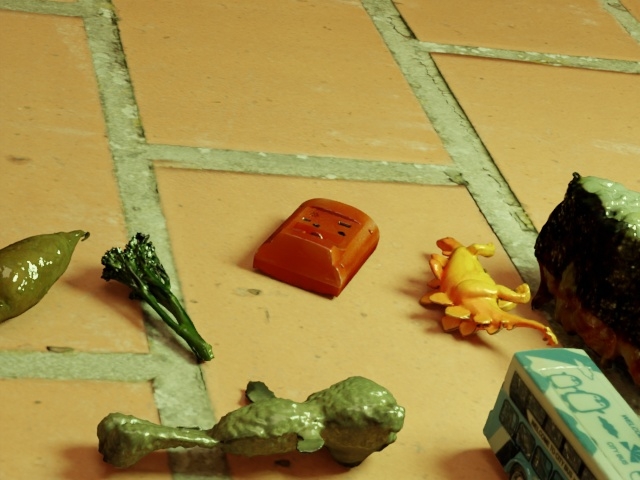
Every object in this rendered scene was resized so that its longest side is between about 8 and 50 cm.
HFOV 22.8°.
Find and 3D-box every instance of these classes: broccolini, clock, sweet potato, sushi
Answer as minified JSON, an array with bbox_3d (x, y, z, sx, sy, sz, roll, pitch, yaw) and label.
[{"bbox_3d":[-0.177,0.076,1.754,0.074,0.058,0.201,-20,55,-23],"label":"broccolini"},{"bbox_3d":[0.000,0.000,1.929,0.113,0.061,0.155,19,27,13],"label":"clock"},{"bbox_3d":[-0.342,0.056,1.680,0.075,0.074,0.269,21,39,16],"label":"sweet potato"},{"bbox_3d":[0.399,0.065,1.853,0.196,0.182,0.343,0,31,-30],"label":"sushi"}]

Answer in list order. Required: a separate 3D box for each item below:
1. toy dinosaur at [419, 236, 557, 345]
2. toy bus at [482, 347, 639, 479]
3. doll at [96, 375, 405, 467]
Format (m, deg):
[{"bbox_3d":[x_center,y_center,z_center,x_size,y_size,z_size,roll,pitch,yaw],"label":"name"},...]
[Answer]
[{"bbox_3d":[0.179,0.066,1.874,0.117,0.070,0.288,-9,29,-15],"label":"toy dinosaur"},{"bbox_3d":[0.267,0.235,1.529,0.106,0.131,0.297,0,31,-24],"label":"toy bus"},{"bbox_3d":[-0.056,0.185,1.541,0.203,0.091,0.286,-7,-4,45],"label":"doll"}]
